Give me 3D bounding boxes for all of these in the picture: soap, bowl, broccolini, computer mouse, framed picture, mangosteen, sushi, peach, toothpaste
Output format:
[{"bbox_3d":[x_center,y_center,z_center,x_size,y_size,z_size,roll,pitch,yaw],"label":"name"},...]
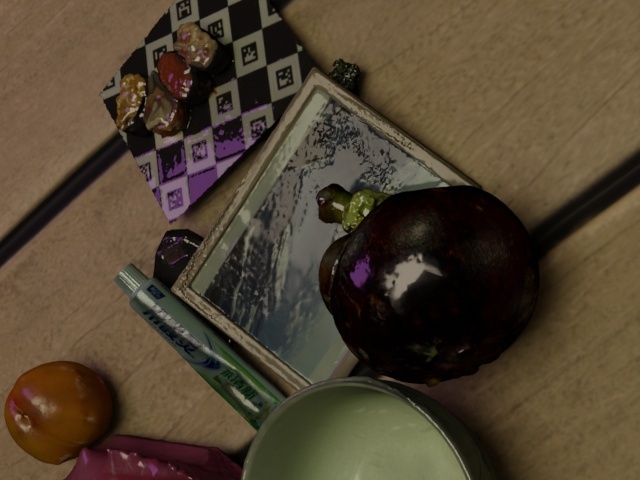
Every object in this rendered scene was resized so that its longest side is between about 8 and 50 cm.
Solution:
[{"bbox_3d":[-0.192,0.363,1.739,0.325,0.127,0.220,1,87,32],"label":"soap"},{"bbox_3d":[0.073,0.300,1.558,0.307,0.163,0.307,-1,88,31],"label":"bowl"},{"bbox_3d":[-0.038,-0.160,1.719,0.218,0.042,0.044,-26,74,30],"label":"broccolini"},{"bbox_3d":[-0.147,0.061,1.769,0.099,0.057,0.172,-31,86,25],"label":"computer mouse"},{"bbox_3d":[0.000,0.000,1.664,0.247,0.022,0.335,38,107,11],"label":"framed picture"},{"bbox_3d":[0.099,0.020,1.520,0.231,0.231,0.289,-50,60,20],"label":"mangosteen"},{"bbox_3d":[-0.166,-0.206,1.773,0.290,0.050,0.264,-44,59,22],"label":"sushi"},{"bbox_3d":[-0.349,0.224,1.842,0.138,0.138,0.138,-2,87,32],"label":"peach"},{"bbox_3d":[-0.139,0.140,1.729,0.297,0.048,0.075,43,116,6],"label":"toothpaste"}]
